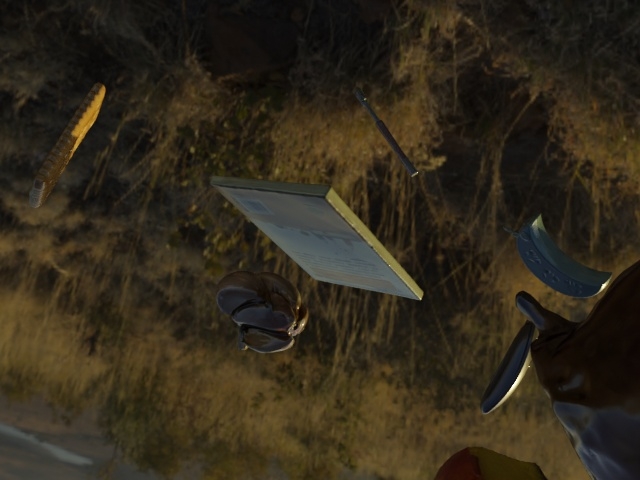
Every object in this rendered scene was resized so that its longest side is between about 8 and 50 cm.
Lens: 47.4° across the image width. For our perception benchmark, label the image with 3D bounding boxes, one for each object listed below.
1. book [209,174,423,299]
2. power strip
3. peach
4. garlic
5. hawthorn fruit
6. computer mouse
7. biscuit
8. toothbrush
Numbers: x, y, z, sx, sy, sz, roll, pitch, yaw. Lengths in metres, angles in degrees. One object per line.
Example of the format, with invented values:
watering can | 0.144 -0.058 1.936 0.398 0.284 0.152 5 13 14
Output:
book | 0.000 0.000 1.038 0.207 0.020 0.295 8 156 37
power strip | 0.444 0.030 1.399 0.216 0.044 0.137 41 158 13
peach | 0.356 0.613 1.530 0.242 0.306 0.380 14 132 -8
garlic | -0.126 0.144 1.662 0.191 0.160 0.214 -10 115 32
hawthorn fruit | 0.352 0.124 0.566 0.324 0.308 0.308 7 154 -12
computer mouse | 0.425 0.287 1.616 0.057 0.232 0.120 29 -174 17
biscuit | -0.494 -0.184 1.424 0.030 0.250 0.160 30 156 -16
toothbrush | 0.114 -0.195 1.294 0.014 0.194 0.017 -31 169 -7
